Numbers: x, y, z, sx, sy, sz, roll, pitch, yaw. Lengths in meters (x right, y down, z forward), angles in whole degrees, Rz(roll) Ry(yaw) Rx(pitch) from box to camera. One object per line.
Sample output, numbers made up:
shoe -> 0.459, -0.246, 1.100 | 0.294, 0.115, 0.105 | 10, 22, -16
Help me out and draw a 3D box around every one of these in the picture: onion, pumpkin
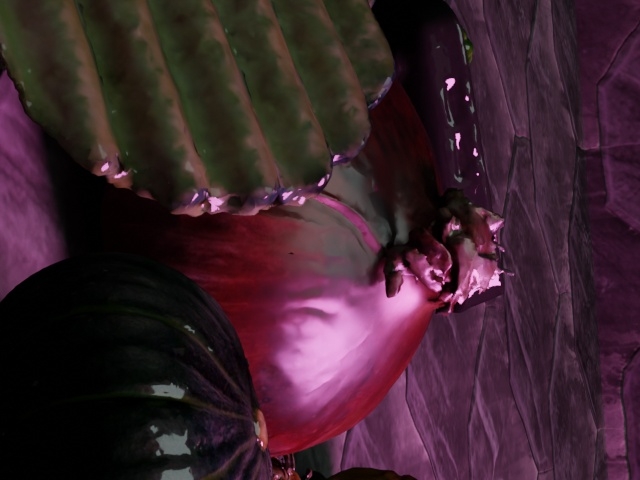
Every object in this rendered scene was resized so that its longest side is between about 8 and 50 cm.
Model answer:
onion -> 0.000, 0.000, 1.330 | 0.348, 0.285, 0.347 | -17, 109, -62
pumpkin -> -0.132, 0.132, 1.042 | 0.250, 0.216, 0.249 | 171, -90, -76

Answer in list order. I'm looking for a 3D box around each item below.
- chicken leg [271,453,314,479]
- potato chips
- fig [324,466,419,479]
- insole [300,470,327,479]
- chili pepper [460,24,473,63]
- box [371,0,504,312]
chicken leg -> -0.036, 0.224, 1.485 | 0.196, 0.080, 0.125 | 59, 30, -60
potato chips -> -0.094, -0.206, 1.191 | 0.358, 0.070, 0.429 | -2, 65, -47
fig -> 0.055, 0.288, 1.643 | 0.154, 0.144, 0.165 | -15, 137, -34
insole -> -0.013, 0.244, 1.657 | 0.153, 0.002, 0.053 | 6, 81, -71
chili pepper -> 0.096, -0.193, 1.960 | 0.253, 0.083, 0.099 | -28, 111, -64
box -> 0.052, -0.096, 1.578 | 0.290, 0.073, 0.289 | 29, -44, 58
